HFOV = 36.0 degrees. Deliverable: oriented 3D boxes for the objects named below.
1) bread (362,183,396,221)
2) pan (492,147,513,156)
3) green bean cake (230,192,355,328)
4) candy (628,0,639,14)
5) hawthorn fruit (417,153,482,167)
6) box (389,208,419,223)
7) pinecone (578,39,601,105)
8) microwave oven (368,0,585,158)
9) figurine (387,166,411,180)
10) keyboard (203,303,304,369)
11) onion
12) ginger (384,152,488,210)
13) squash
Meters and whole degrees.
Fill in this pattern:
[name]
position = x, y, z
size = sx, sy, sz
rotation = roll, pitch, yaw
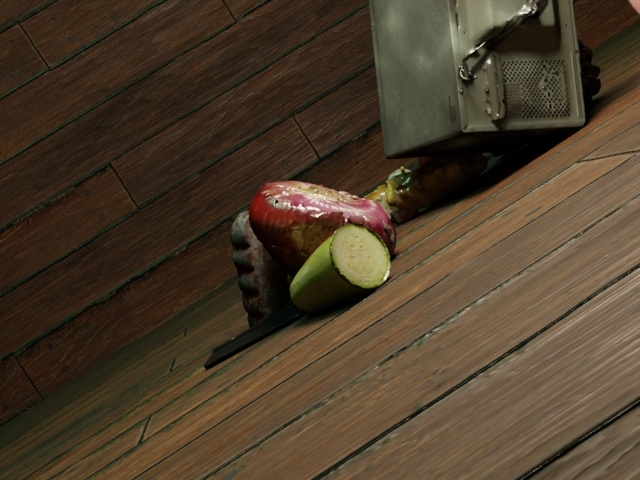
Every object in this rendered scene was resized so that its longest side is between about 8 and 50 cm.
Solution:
[bread]
position = 0.135, -0.070, 2.012
size = 0.083, 0.076, 0.070
rotation = -33, 15, -20
[pan]
position = 0.377, -0.244, 1.961
size = 0.048, 0.128, 0.202
rotation = -2, 18, 34
[green bean cake]
position = -0.031, 0.028, 1.641
size = 0.233, 0.198, 0.097
rotation = -17, 5, -25
[candy]
position = 0.764, -0.564, 2.062
size = 0.255, 0.255, 0.094
rotation = -31, 5, 26
[hawthorn fruit]
position = 0.258, -0.198, 2.091
size = 0.189, 0.149, 0.149
rotation = -29, 2, -30
[box]
position = 0.162, -0.055, 1.919
size = 0.048, 0.025, 0.115
rotation = -34, 4, 2
[pinecone]
position = 0.425, -0.319, 1.874
size = 0.179, 0.184, 0.204
rotation = -33, 38, 9
[microwave oven]
position = 0.255, -0.378, 1.692
size = 0.236, 0.431, 0.374
rotation = -6, -1, -19
[figurine]
position = 0.197, -0.133, 2.425
size = 0.101, 0.068, 0.143
rotation = -25, -12, 7
[keyboard]
position = -0.099, 0.145, 1.515
size = 0.195, 0.018, 0.060
rotation = -31, 11, 25
[onion]
position = 0.000, 0.000, 1.491
size = 0.230, 0.163, 0.230
rotation = 7, 9, -1
[ginger]
position = 0.207, -0.106, 1.805
size = 0.205, 0.081, 0.115
rotation = -24, 20, 16
[squash]
position = 0.011, 0.057, 1.365
size = 0.094, 0.094, 0.224
rotation = -34, -4, -32
